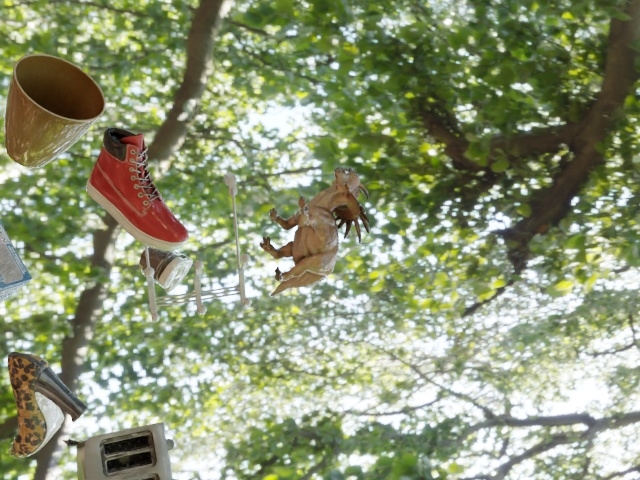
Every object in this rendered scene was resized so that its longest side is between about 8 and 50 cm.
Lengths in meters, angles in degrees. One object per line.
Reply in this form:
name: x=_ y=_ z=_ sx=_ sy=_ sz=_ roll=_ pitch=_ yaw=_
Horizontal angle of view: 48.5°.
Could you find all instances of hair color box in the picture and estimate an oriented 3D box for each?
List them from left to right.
hair color box: x=-0.863 y=0.108 z=1.686 sx=0.347 sy=0.105 sz=0.174 roll=-32 pitch=-93 yaw=24

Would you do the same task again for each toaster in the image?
toaster: x=-0.355 y=0.424 z=1.287 sx=0.110 sy=0.185 sz=0.168 roll=-37 pitch=-119 yaw=59

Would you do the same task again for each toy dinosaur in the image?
toy dinosaur: x=0.000 y=0.000 z=1.435 sx=0.127 sy=0.200 sz=0.296 roll=37 pitch=-66 yaw=54

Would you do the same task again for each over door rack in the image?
over door rack: x=-0.291 y=0.012 z=1.631 sx=0.108 sy=0.239 sz=0.324 roll=176 pitch=-93 yaw=-72

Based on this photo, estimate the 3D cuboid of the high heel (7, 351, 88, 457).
high heel: x=-0.614 y=0.337 z=1.458 sx=0.261 sy=0.093 sz=0.186 roll=-37 pitch=-78 yaw=26

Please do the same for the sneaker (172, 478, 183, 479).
sneaker: x=-0.442 y=0.778 z=1.961 sx=0.482 sy=0.185 sz=0.202 roll=12 pitch=-74 yaw=15

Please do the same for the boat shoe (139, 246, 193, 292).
boat shoe: x=-0.423 y=0.073 z=1.937 sx=0.096 sy=0.324 sz=0.117 roll=34 pitch=-97 yaw=-1

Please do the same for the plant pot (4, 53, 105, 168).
plant pot: x=-0.732 y=-0.315 z=1.877 sx=0.254 sy=0.237 sz=0.237 roll=-47 pitch=-119 yaw=32

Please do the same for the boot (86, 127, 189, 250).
boot: x=-0.339 y=-0.104 z=1.376 sx=0.244 sy=0.088 sz=0.176 roll=38 pitch=-55 yaw=8
